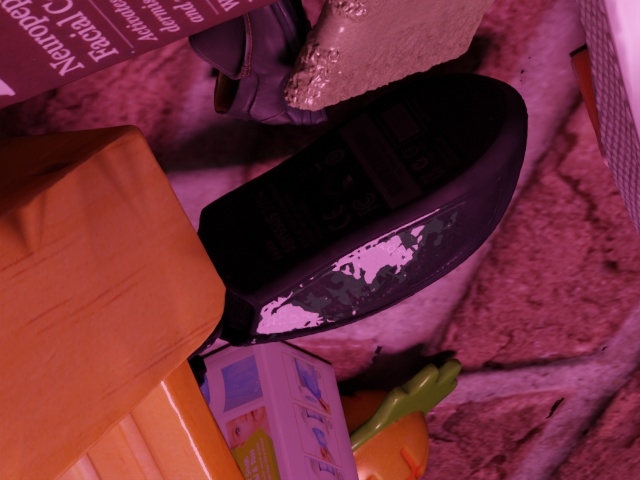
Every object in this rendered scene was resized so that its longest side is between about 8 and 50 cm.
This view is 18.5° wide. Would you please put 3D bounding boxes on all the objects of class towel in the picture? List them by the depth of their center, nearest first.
[{"bbox_3d":[0.046,-0.121,0.975,0.148,0.027,0.110,-27,153,-42],"label":"towel"}]

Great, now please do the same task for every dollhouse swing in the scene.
[{"bbox_3d":[-0.233,0.129,0.946,0.347,0.305,0.315,-5,-160,25],"label":"dollhouse swing"}]

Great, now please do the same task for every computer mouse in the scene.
[{"bbox_3d":[0.000,0.000,1.107,0.272,0.188,0.072,-27,126,4],"label":"computer mouse"}]

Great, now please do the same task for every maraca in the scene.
[{"bbox_3d":[0.037,0.156,1.480,0.185,0.099,0.127,-49,164,21],"label":"maraca"}]

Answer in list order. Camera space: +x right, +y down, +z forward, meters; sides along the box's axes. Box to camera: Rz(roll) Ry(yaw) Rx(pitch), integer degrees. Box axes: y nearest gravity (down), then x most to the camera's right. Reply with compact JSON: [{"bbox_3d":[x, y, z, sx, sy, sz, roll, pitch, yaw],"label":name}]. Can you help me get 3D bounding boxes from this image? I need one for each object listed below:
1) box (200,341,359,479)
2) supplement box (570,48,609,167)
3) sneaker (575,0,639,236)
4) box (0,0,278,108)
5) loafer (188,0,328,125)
[{"bbox_3d":[-0.040,0.186,1.379,0.114,0.203,0.103,-27,150,23],"label":"box"},{"bbox_3d":[0.265,-0.110,1.106,0.233,0.078,0.080,-26,150,23],"label":"supplement box"},{"bbox_3d":[0.222,-0.095,1.009,0.161,0.102,0.282,-20,127,-3],"label":"sneaker"},{"bbox_3d":[-0.202,-0.135,0.778,0.381,0.143,0.191,-19,153,13],"label":"box"},{"bbox_3d":[-0.036,-0.104,0.997,0.061,0.062,0.170,-10,151,3],"label":"loafer"}]
